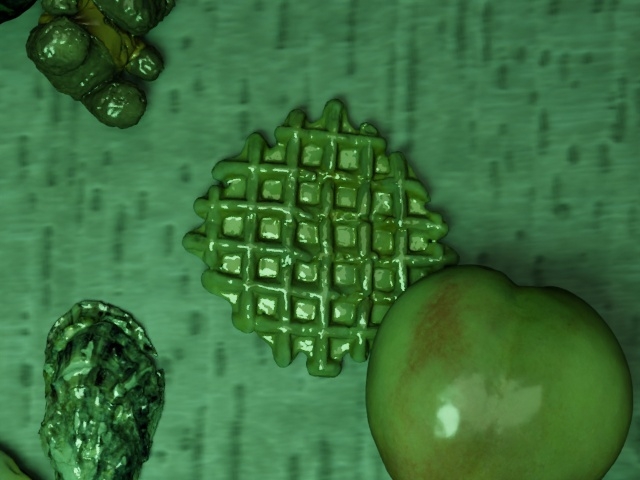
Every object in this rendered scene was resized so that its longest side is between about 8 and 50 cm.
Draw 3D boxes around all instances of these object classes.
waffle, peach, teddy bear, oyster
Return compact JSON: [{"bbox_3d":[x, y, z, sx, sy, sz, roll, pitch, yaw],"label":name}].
[{"bbox_3d":[0.000,0.000,1.024,0.292,0.056,0.309,-38,90,-6],"label":"waffle"},{"bbox_3d":[0.188,0.174,0.923,0.292,0.247,0.292,6,72,-19],"label":"peach"},{"bbox_3d":[-0.253,-0.253,0.987,0.140,0.177,0.190,33,85,39],"label":"teddy bear"},{"bbox_3d":[-0.272,0.208,0.993,0.199,0.087,0.252,33,73,-1],"label":"oyster"}]

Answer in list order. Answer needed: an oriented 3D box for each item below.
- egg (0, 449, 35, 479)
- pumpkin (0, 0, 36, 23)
[{"bbox_3d":[-0.436,0.355,0.916,0.286,0.174,0.264,42,89,-3],"label":"egg"},{"bbox_3d":[-0.412,-0.365,0.939,0.315,0.238,0.315,-6,71,17],"label":"pumpkin"}]
